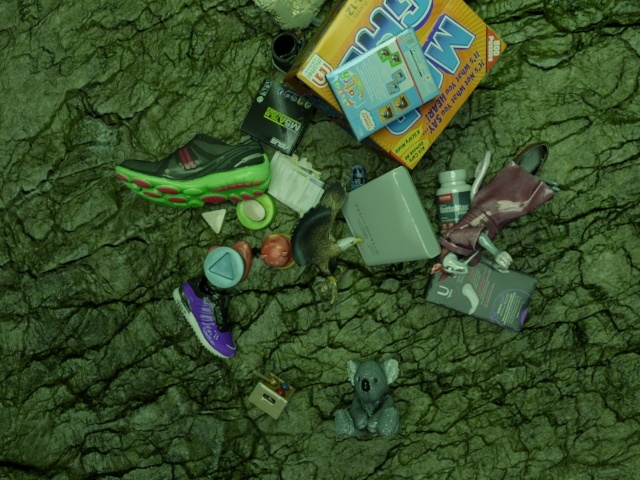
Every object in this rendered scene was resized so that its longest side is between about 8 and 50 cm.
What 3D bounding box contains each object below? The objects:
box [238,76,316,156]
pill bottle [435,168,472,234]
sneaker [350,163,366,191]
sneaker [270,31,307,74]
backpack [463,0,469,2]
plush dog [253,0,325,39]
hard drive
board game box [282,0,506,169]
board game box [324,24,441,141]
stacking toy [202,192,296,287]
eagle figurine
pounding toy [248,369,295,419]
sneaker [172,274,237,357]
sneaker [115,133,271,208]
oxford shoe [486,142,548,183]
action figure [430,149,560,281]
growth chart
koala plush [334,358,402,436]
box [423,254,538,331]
[{"bbox_3d":[-0.133,-0.387,1.457,0.190,0.045,0.184,29,90,9],"label":"box"},{"bbox_3d":[0.394,-0.112,1.355,0.107,0.108,0.180,-8,91,10],"label":"pill bottle"},{"bbox_3d":[0.117,-0.165,1.425,0.053,0.059,0.144,-8,93,9],"label":"sneaker"},{"bbox_3d":[-0.025,-0.522,1.387,0.295,0.147,0.105,25,95,7],"label":"sneaker"},{"bbox_3d":[0.430,-0.759,1.327,0.114,0.084,0.105,-44,86,14],"label":"backpack"},{"bbox_3d":[-0.114,-0.746,1.398,0.262,0.211,0.225,-26,72,-17],"label":"plush dog"},{"bbox_3d":[0.174,-0.050,1.280,0.047,0.353,0.233,-25,93,-20],"label":"hard drive"},{"bbox_3d":[0.159,-0.453,1.199,0.356,0.356,0.356,35,99,-18],"label":"board game box"},{"bbox_3d":[0.137,-0.342,1.019,0.211,0.039,0.160,-30,109,0],"label":"board game box"},{"bbox_3d":[-0.246,-0.004,1.460,0.308,0.130,0.280,-20,90,10],"label":"stacking toy"},{"bbox_3d":[0.011,-0.004,1.369,0.225,0.226,0.298,-26,113,-16],"label":"eagle figurine"},{"bbox_3d":[-0.160,0.470,1.468,0.141,0.130,0.100,33,98,7],"label":"pounding toy"},{"bbox_3d":[-0.344,0.238,1.503,0.146,0.102,0.293,-38,86,9],"label":"sneaker"},{"bbox_3d":[-0.393,-0.224,1.462,0.482,0.185,0.202,-2,65,1],"label":"sneaker"},{"bbox_3d":[0.545,-0.170,1.329,0.096,0.098,0.271,36,98,6],"label":"oxford shoe"},{"bbox_3d":[0.402,-0.049,1.172,0.370,0.248,0.276,-40,72,-6],"label":"action figure"},{"bbox_3d":[-0.076,-0.178,1.477,0.237,0.021,0.172,39,98,6],"label":"growth chart"},{"bbox_3d":[0.154,0.471,1.411,0.196,0.203,0.221,-11,70,22],"label":"koala plush"},{"bbox_3d":[0.451,0.134,1.338,0.270,0.143,0.165,19,94,9],"label":"box"}]
